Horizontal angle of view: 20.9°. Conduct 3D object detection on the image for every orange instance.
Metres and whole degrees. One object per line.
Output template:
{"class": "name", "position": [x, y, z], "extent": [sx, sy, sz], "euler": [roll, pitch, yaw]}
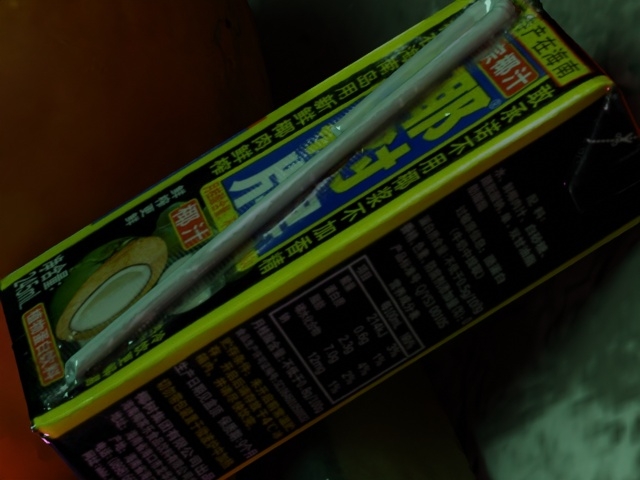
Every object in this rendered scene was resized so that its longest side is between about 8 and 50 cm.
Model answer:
{"class": "orange", "position": [-0.140, -0.013, 0.607], "extent": [0.284, 0.226, 0.283], "euler": [-165, 90, -76]}

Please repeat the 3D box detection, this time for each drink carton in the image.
{"class": "drink carton", "position": [0.000, 0.000, 0.455], "extent": [0.166, 0.056, 0.071], "euler": [-33, 39, 2]}

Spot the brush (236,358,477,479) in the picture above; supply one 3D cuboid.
{"class": "brush", "position": [-0.029, 0.122, 0.510], "extent": [0.197, 0.059, 0.123], "euler": [-57, 32, 24]}

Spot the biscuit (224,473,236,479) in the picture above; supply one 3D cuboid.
{"class": "biscuit", "position": [-0.061, 0.109, 0.491], "extent": [0.130, 0.019, 0.119], "euler": [-60, 28, 21]}
